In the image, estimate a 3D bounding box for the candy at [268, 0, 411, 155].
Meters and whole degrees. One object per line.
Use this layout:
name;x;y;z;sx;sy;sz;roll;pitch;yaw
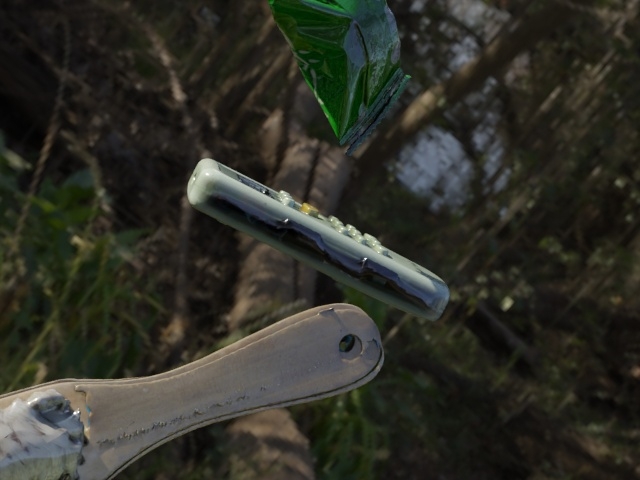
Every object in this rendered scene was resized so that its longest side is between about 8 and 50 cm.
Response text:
candy;0.024;-0.208;1.271;0.078;0.141;0.203;7;-47;52

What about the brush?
brush;-0.106;0.095;0.676;0.327;0.065;0.070;-16;81;-24

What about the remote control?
remote control;0.000;0.000;1.310;0.296;0.056;0.140;26;7;-10
